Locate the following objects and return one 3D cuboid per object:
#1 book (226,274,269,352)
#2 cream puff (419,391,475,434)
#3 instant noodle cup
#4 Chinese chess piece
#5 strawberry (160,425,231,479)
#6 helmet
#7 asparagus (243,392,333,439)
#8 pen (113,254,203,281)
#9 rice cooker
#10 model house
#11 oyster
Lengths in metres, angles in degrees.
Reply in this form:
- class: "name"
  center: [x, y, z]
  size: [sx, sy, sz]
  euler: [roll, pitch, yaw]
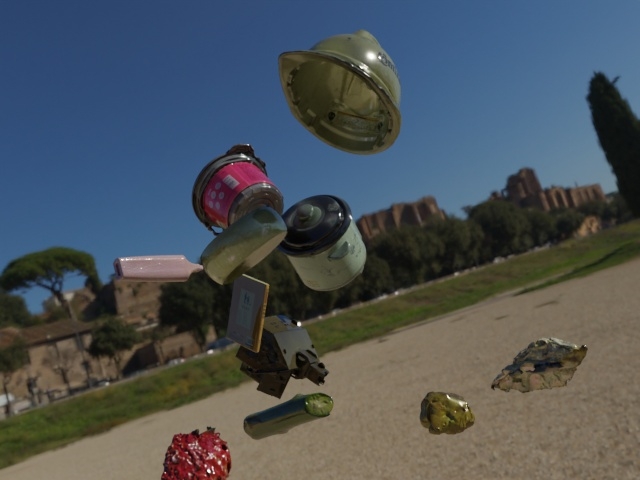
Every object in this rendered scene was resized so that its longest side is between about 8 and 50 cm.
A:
- class: "book"
  center: [-0.179, 0.174, 1.614]
  size: [0.118, 0.172, 0.012]
  euler: [18, 13, 40]
- class: "cream puff"
  center: [0.191, 0.259, 0.997]
  size: [0.083, 0.058, 0.083]
  euler: [11, 5, 18]
- class: "instant noodle cup"
  center: [-0.225, -0.113, 1.947]
  size: [0.259, 0.302, 0.182]
  euler: [-12, 34, -34]
- class: "Chinese chess piece"
  center: [-0.119, 0.006, 1.025]
  size: [0.144, 0.058, 0.144]
  euler: [-39, -6, -5]
- class: "strawberry"
  center: [-0.224, 0.423, 1.235]
  size: [0.085, 0.140, 0.192]
  euler: [-21, -16, 21]
- class: "helmet"
  center: [0.050, -0.260, 1.046]
  size: [0.204, 0.137, 0.257]
  euler: [20, -18, 15]
- class: "asparagus"
  center: [-0.076, 0.378, 1.424]
  size: [0.060, 0.067, 0.278]
  euler: [-9, -19, -43]
- class: "pen"
  center: [-0.297, 0.052, 1.245]
  size: [0.032, 0.053, 0.197]
  euler: [-31, -21, 35]
- class: "rice cooker"
  center: [0.000, 0.000, 2.143]
  size: [0.264, 0.316, 0.316]
  euler: [-39, -4, -11]
- class: "model house"
  center: [-0.096, 0.364, 1.939]
  size: [0.211, 0.243, 0.204]
  euler: [6, -70, -65]
- class: "oyster"
  center: [0.401, 0.238, 1.248]
  size: [0.133, 0.071, 0.209]
  euler: [5, -29, 1]
